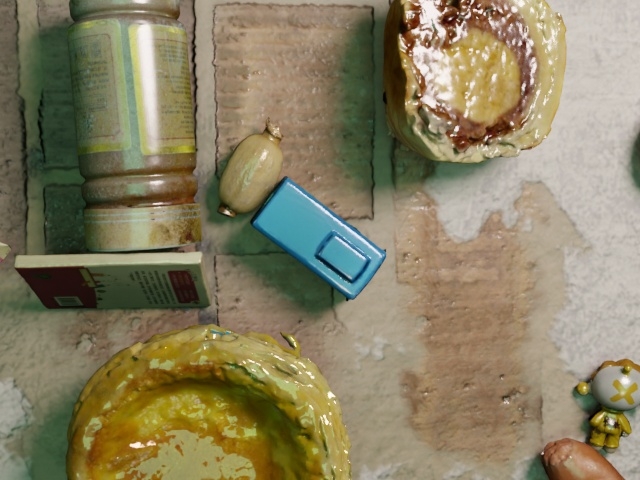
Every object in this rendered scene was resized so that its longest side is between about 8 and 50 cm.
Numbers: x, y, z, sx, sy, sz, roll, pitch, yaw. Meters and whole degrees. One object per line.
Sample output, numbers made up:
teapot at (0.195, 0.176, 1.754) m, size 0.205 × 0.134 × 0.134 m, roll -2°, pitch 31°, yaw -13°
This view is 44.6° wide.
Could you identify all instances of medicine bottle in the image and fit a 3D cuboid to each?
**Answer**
medicine bottle at (-0.241, -0.152, 1.016) m, size 0.151 × 0.151 × 0.323 m, roll -4°, pitch 95°, yaw -3°

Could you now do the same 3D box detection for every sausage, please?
sausage at (0.473, 0.449, 1.143) m, size 0.419 × 0.094 × 0.094 m, roll 49°, pitch 52°, yaw -5°

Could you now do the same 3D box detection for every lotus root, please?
lotus root at (-0.094, -0.096, 1.075) m, size 0.073 × 0.062 × 0.150 m, roll 30°, pitch 94°, yaw -6°

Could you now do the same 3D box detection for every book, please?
book at (-0.266, 0.056, 1.036) m, size 0.231 × 0.162 × 0.022 m, roll -2°, pitch 66°, yaw -4°

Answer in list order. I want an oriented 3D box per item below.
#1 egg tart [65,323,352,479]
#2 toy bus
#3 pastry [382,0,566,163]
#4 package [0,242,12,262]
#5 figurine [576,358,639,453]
egg tart at (-0.142, 0.292, 1.048) m, size 0.387 × 0.169 × 0.388 m, roll 0°, pitch 91°, yaw -1°
toy bus at (0.000, 0.000, 1.068) m, size 0.184 × 0.106 × 0.090 m, roll 37°, pitch 90°, yaw -6°
pastry at (0.185, -0.227, 1.036) m, size 0.236 × 0.170 × 0.256 m, roll -2°, pitch 91°, yaw -23°
package at (-0.471, 0.003, 1.079) m, size 0.059 × 0.029 × 0.083 m, roll -44°, pitch 86°, yaw 8°
figurine at (0.422, 0.239, 1.139) m, size 0.101 × 0.068 × 0.143 m, roll 33°, pitch 109°, yaw 1°
